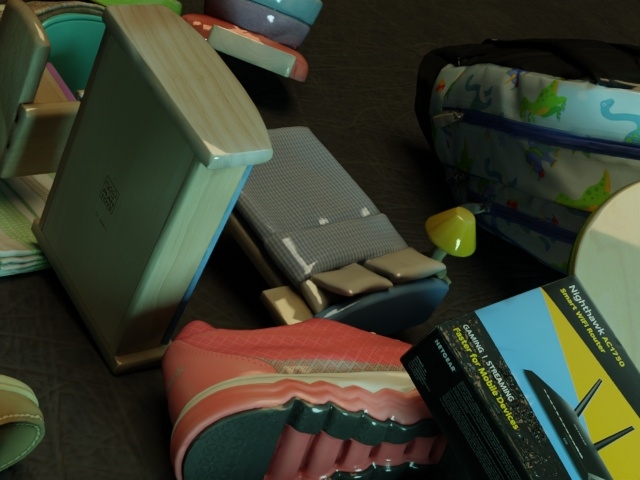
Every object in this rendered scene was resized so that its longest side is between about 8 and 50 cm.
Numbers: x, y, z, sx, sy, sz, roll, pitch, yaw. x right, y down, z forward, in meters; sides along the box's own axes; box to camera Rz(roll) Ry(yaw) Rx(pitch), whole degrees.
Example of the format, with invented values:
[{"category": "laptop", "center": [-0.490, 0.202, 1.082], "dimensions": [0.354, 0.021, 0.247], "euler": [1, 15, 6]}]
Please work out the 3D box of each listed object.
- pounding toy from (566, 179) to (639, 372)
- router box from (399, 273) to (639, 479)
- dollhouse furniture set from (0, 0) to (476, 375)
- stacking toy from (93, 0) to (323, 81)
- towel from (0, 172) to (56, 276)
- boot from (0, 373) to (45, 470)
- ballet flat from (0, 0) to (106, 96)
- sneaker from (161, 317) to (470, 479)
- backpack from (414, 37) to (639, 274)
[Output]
[{"category": "pounding toy", "center": [0.291, 0.034, 0.919], "dimensions": [0.237, 0.110, 0.183], "euler": [-37, 82, -15]}, {"category": "router box", "center": [0.143, 0.116, 0.659], "dimensions": [0.133, 0.046, 0.179], "euler": [-15, 68, -41]}, {"category": "dollhouse furniture set", "center": [-0.045, -0.081, 0.841], "dimensions": [0.303, 0.198, 0.286], "euler": [-10, 53, -40]}, {"category": "stacking toy", "center": [-0.133, -0.275, 1.179], "dimensions": [0.309, 0.130, 0.279], "euler": [20, 7, -11]}, {"category": "towel", "center": [-0.216, -0.020, 0.858], "dimensions": [0.113, 0.023, 0.152], "euler": [41, 31, 28]}, {"category": "boot", "center": [-0.172, 0.145, 0.537], "dimensions": [0.165, 0.077, 0.213], "euler": [43, 17, 18]}, {"category": "ballet flat", "center": [-0.281, -0.155, 0.966], "dimensions": [0.106, 0.108, 0.316], "euler": [25, 25, 18]}, {"category": "sneaker", "center": [0.042, 0.097, 0.754], "dimensions": [0.313, 0.116, 0.136], "euler": [8, 30, -29]}, {"category": "backpack", "center": [0.267, -0.088, 1.116], "dimensions": [0.290, 0.273, 0.355], "euler": [10, -5, -16]}]
